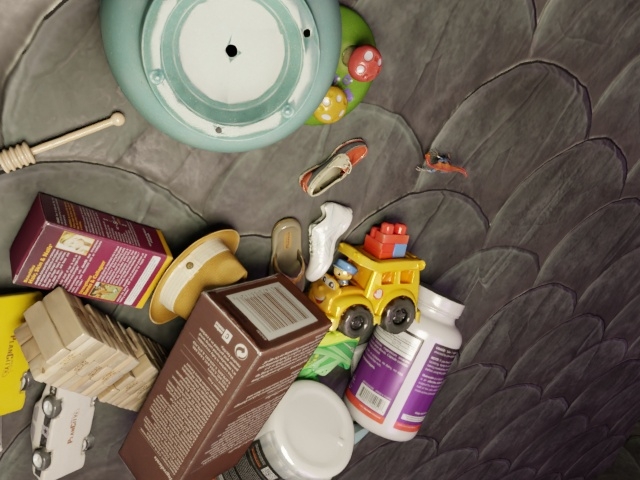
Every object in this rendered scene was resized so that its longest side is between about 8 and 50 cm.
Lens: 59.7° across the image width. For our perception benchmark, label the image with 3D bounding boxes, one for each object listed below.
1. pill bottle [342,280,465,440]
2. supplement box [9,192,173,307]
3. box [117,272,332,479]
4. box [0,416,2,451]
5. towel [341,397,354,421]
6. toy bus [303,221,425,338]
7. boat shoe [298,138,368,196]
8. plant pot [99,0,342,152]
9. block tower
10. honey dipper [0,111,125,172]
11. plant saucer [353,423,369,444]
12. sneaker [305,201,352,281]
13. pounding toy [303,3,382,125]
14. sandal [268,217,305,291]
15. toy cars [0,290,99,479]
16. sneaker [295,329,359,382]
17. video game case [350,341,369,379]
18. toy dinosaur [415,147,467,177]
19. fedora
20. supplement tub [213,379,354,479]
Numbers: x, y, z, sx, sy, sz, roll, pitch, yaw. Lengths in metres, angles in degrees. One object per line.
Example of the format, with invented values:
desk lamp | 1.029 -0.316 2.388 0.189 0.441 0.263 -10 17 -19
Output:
pill bottle | 0.189 0.257 1.222 0.181 0.181 0.323 21 97 -41
supplement box | -0.326 0.019 0.800 0.188 0.081 0.104 21 111 -42
box | -0.161 0.245 0.916 0.191 0.143 0.381 -10 135 -56
box | -0.594 0.223 0.780 0.169 0.087 0.290 -21 132 -18
towel | 0.050 0.457 1.423 0.152 0.023 0.113 -41 134 1
toy bus | 0.089 0.063 1.071 0.220 0.149 0.211 -2 111 -28
boat shoe | 0.028 -0.122 0.946 0.137 0.043 0.049 -34 133 -8
plant pot | -0.104 -0.222 0.620 0.293 0.196 0.293 -5 119 -10
block tower | -0.324 0.186 0.864 0.091 0.097 0.335 -37 151 -7
honey dipper | -0.329 -0.130 0.719 0.160 0.030 0.030 -25 133 -17
plant saucer | 0.043 0.519 1.424 0.195 0.037 0.195 -30 155 -16
sneaker | 0.000 0.000 1.015 0.061 0.053 0.152 22 93 -27
pounding toy | -0.001 -0.232 0.795 0.237 0.110 0.183 -10 128 -27
sandal | -0.055 0.043 1.015 0.072 0.049 0.180 -16 130 -22
toy cars | -0.455 0.227 0.871 0.176 0.087 0.394 -50 147 -34
sneaker | -0.044 0.238 1.114 0.295 0.109 0.123 -2 99 -32
video game case | 0.169 0.310 1.368 0.212 0.023 0.193 -16 122 -23
toy dinosaur | 0.227 -0.146 1.042 0.082 0.090 0.047 -21 124 -62
fedora | -0.180 0.072 0.888 0.194 0.079 0.194 -48 165 -17
supplement tub | -0.091 0.422 1.129 0.193 0.194 0.316 8 144 -37
